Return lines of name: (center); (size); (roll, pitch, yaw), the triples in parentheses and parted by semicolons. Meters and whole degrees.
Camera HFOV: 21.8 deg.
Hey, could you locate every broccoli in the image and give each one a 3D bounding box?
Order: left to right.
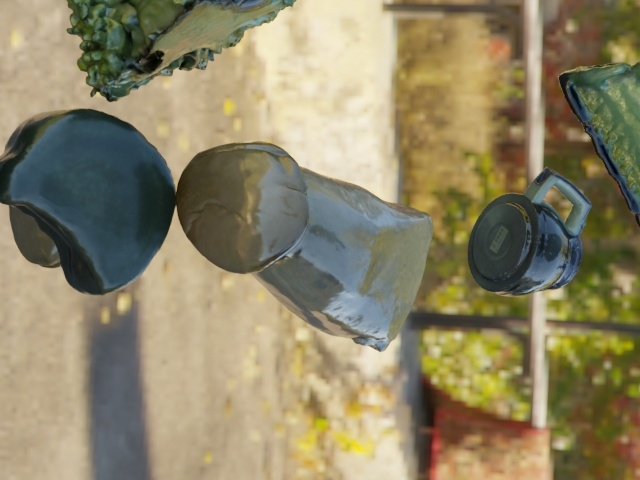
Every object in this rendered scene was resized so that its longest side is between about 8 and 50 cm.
broccoli: (-0.141, -0.252, 1.475); (0.180, 0.242, 0.273); (58, 13, 4)

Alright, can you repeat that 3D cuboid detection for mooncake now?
mooncake: (-0.223, -0.034, 1.516); (0.168, 0.104, 0.175); (-18, 97, -35)

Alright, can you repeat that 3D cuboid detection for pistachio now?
pistachio: (-0.265, -0.045, 1.693); (0.113, 0.113, 0.149); (44, 62, -73)

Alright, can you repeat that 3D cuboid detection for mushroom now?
mushroom: (-0.003, 0.009, 1.632); (0.407, 0.137, 0.154); (20, 96, -61)

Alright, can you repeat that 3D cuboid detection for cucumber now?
cucumber: (0.229, -0.034, 0.896); (0.086, 0.115, 0.193); (-3, 62, -63)

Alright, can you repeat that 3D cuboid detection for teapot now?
teapot: (0.139, -0.003, 1.064); (0.057, 0.066, 0.088); (17, 107, -36)
